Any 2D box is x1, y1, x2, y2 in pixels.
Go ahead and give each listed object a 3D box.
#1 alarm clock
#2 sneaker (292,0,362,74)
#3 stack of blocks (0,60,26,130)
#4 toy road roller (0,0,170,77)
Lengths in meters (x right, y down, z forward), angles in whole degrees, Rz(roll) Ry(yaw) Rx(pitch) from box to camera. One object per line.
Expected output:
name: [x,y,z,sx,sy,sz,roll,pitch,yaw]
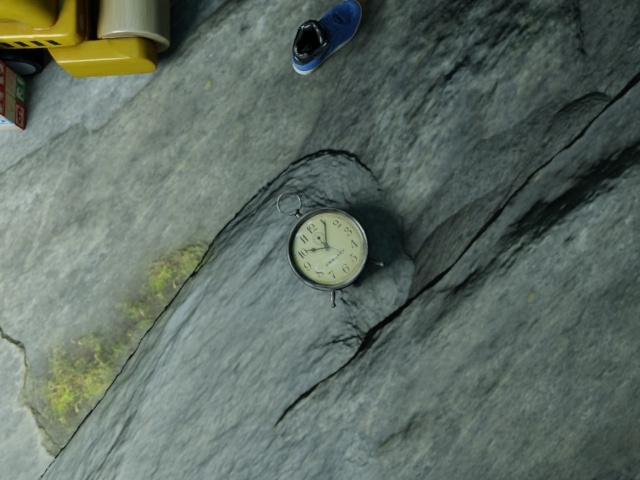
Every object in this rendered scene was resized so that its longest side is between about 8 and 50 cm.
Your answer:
alarm clock: [0.000,0.000,1.329,0.129,0.064,0.192,-39,87,-3]
sneaker: [0.011,-0.338,1.354,0.152,0.084,0.058,-44,84,-4]
stack of blocks: [-0.639,-0.232,1.317,0.297,0.171,0.087,0,84,2]
toy road roller: [-0.408,-0.379,1.291,0.329,0.240,0.203,-2,84,1]
